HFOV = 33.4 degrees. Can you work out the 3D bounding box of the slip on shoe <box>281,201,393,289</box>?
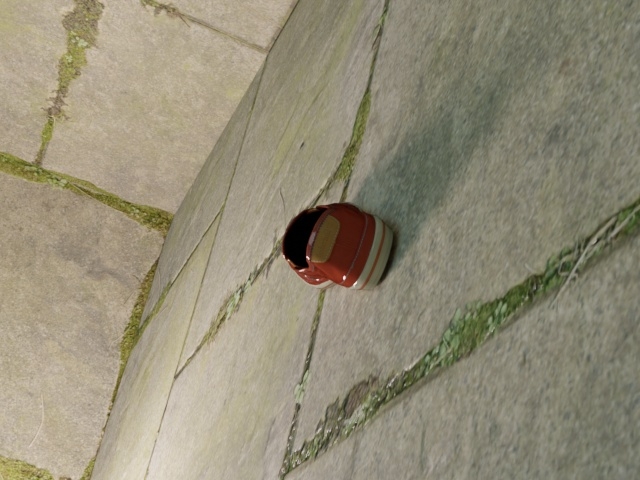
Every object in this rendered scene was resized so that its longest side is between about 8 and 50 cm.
[{"bbox_3d":[0.000,0.000,1.360,0.331,0.101,0.123,-167,96,-78],"label":"slip on shoe"}]
